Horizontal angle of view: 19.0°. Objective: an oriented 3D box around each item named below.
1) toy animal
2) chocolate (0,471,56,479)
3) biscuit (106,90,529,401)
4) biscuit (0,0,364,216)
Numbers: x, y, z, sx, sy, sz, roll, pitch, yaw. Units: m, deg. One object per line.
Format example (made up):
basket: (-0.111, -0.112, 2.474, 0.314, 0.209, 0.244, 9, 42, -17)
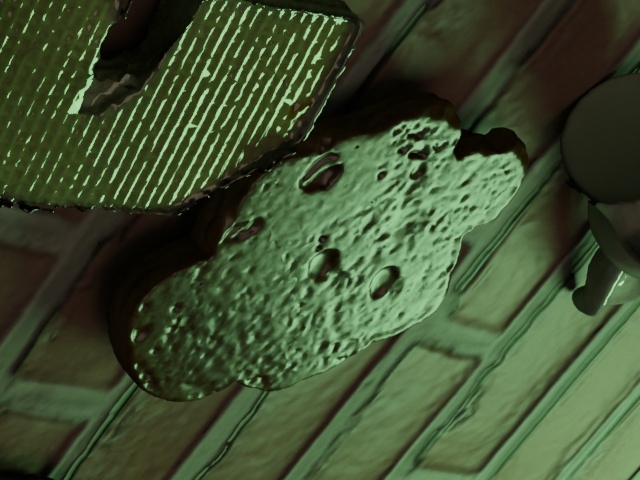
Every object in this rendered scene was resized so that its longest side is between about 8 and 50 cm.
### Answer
toy animal: (0.234, -0.003, 1.305, 0.104, 0.131, 0.221, -46, 148, -14)
chocolate: (-0.208, 0.250, 1.181, 0.221, 0.147, 0.221, -20, 136, -21)
biscuit: (0.000, 0.000, 1.177, 0.290, 0.041, 0.208, -26, 142, -18)
biscuit: (-0.102, -0.082, 1.003, 0.250, 0.046, 0.147, 3, 125, -40)
